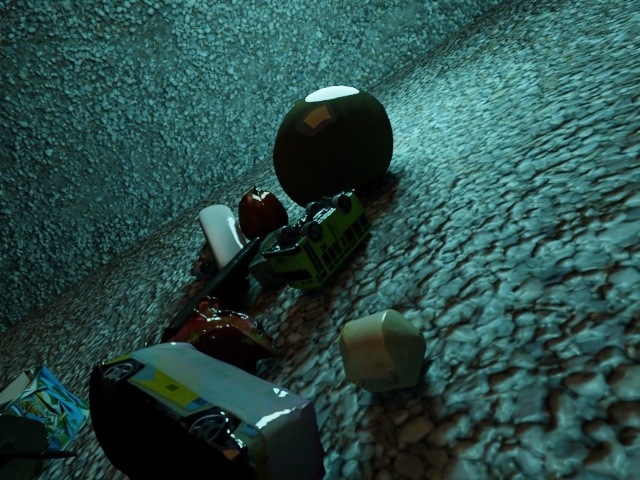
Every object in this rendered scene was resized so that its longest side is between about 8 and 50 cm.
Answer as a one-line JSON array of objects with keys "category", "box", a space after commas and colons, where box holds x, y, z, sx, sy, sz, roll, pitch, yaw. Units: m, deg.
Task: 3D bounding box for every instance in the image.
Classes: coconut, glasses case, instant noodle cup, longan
[{"category": "coconut", "box": [0.098, 0.162, 0.634, 0.122, 0.116, 0.116, -25, 24, 32]}, {"category": "glasses case", "box": [-0.313, -0.007, 1.402, 0.113, 0.075, 0.297, -18, 54, -19]}, {"category": "instant noodle cup", "box": [-0.750, 0.460, 1.103, 0.240, 0.178, 0.240, -28, 24, 13]}, {"category": "longan", "box": [0.036, -0.289, 1.345, 0.404, 0.336, 0.405, -11, 68, 28]}]

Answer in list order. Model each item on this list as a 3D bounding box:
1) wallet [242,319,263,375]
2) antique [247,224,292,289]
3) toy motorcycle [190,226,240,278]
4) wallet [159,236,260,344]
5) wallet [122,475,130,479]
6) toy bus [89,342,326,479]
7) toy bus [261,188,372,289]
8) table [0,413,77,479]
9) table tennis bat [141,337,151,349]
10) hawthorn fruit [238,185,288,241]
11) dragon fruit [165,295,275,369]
[{"category": "wallet", "box": [-0.274, 0.297, 0.954, 0.317, 0.045, 0.172, -26, 28, 15]}, {"category": "antique", "box": [-0.121, 0.050, 1.186, 0.088, 0.086, 0.183, -22, 26, 28]}, {"category": "toy motorcycle", "box": [-0.357, 0.057, 1.474, 0.239, 0.108, 0.204, -56, 17, 6]}, {"category": "wallet", "box": [-0.280, 0.148, 1.137, 0.378, 0.051, 0.197, -52, -5, -43]}, {"category": "wallet", "box": [-0.321, 0.444, 0.747, 0.124, 0.032, 0.183, -11, 33, 42]}, {"category": "toy bus", "box": [-0.176, 0.270, 0.623, 0.386, 0.171, 0.162, 8, 13, 39]}, {"category": "toy bus", "box": [0.000, 0.000, 1.040, 0.128, 0.150, 0.262, -9, 28, 48]}, {"category": "table", "box": [-0.673, 0.487, 0.812, 0.249, 0.317, 0.317, -5, 36, 37]}, {"category": "table tennis bat", "box": [-0.433, 0.332, 1.152, 0.170, 0.119, 0.108, 151, 137, -71]}, {"category": "hawthorn fruit", "box": [-0.191, -0.083, 1.422, 0.173, 0.179, 0.173, -25, -1, -1]}, {"category": "dragon fruit", "box": [-0.245, 0.199, 0.893, 0.261, 0.134, 0.211, -29, 26, 3]}]
